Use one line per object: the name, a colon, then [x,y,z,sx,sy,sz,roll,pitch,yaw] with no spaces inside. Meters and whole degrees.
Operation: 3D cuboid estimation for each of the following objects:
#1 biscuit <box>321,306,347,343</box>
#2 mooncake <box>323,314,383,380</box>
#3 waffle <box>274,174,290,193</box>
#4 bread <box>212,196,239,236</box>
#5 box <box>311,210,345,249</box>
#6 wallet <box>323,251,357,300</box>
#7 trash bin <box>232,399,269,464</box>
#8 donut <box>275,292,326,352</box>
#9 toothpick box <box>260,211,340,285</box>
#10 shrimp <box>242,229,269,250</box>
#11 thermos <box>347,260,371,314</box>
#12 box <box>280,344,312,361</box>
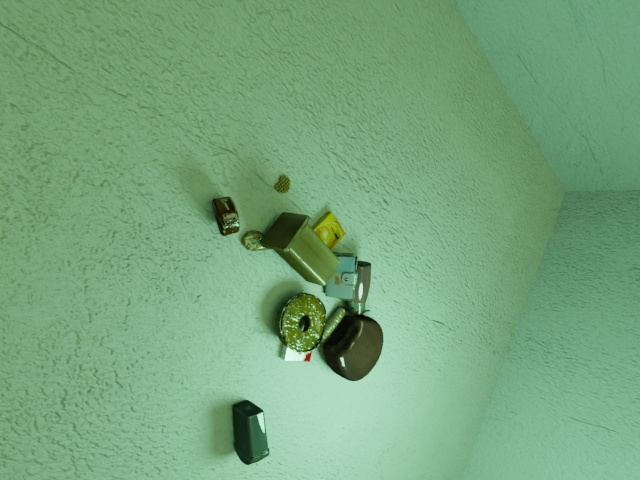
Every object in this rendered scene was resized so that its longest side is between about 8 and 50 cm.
biscuit: [0.058,0.419,2.054,0.055,0.061,0.219,38,68,7]
mooncake: [0.158,0.535,2.065,0.333,0.174,0.326,14,88,-38]
waffle: [-0.168,-0.255,1.854,0.078,0.016,0.085,25,80,-39]
bread: [-0.376,-0.100,1.626,0.073,0.160,0.161,-17,104,-21]
box: [0.000,0.000,1.984,0.269,0.043,0.152,-46,120,-23]
wallet: [0.100,0.172,1.997,0.069,0.170,0.231,-47,141,-68]
trash bin: [-0.302,0.831,1.756,0.101,0.176,0.236,-8,95,-35]
donut: [-0.097,0.380,1.891,0.272,0.107,0.272,7,78,-33]
toothpick box: [-0.074,0.047,1.804,0.308,0.190,0.187,48,64,-35]
shrimp: [-0.256,0.007,1.795,0.184,0.043,0.091,11,84,-36]
thermos: [0.191,0.243,2.097,0.176,0.146,0.265,-22,114,-59]
box: [-0.110,0.522,1.948,0.152,0.048,0.100,15,87,-34]
